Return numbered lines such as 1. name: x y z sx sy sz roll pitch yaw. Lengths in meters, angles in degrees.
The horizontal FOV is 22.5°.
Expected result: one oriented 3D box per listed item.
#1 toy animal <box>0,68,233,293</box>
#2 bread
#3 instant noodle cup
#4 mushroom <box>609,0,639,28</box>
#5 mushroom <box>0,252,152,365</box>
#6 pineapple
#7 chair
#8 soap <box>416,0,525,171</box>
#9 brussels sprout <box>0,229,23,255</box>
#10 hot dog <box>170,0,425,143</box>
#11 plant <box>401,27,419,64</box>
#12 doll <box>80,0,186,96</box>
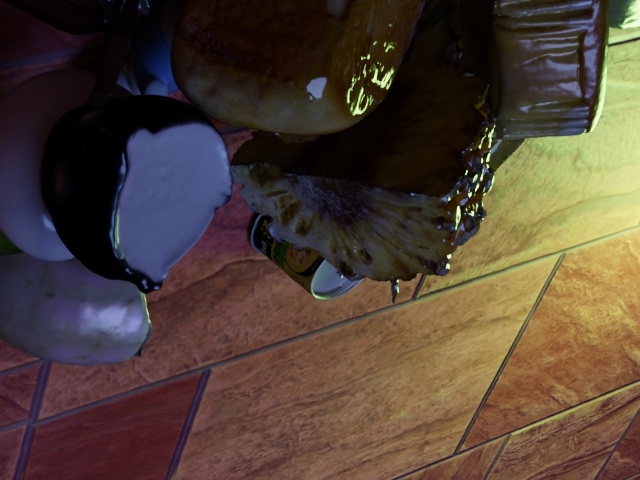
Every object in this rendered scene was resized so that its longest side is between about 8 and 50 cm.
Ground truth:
1. toy animal: -0.216 -0.068 1.512 0.187 0.235 0.165 -52 136 -25
2. bread: 0.246 -0.250 1.797 0.156 0.204 0.288 -8 124 -3
3. instant noodle cup: 0.000 0.000 2.138 0.151 0.122 0.151 -30 151 -19
4. mushroom: 0.429 -0.401 1.916 0.352 0.260 0.352 -36 152 -22
5. mushroom: -0.302 0.068 1.859 0.173 0.162 0.236 -13 140 -40
6. pineapple: 0.114 -0.093 1.842 0.286 0.344 0.209 -52 131 -28
7. chair: -0.222 -0.280 1.514 0.175 0.183 0.326 -59 -171 31
8. soap: 0.130 -0.165 2.026 0.281 0.143 0.259 -45 133 14
9. brussels sprout: -0.337 -0.066 1.661 0.162 0.143 0.180 2 148 5
10. hot dog: 0.010 -0.274 1.571 0.405 0.185 0.223 -69 159 -11
11. plant: -0.018 -0.219 1.771 0.256 0.164 0.141 -13 128 -8
12. doll: -0.176 -0.181 1.674 0.241 0.135 0.099 -32 153 35
